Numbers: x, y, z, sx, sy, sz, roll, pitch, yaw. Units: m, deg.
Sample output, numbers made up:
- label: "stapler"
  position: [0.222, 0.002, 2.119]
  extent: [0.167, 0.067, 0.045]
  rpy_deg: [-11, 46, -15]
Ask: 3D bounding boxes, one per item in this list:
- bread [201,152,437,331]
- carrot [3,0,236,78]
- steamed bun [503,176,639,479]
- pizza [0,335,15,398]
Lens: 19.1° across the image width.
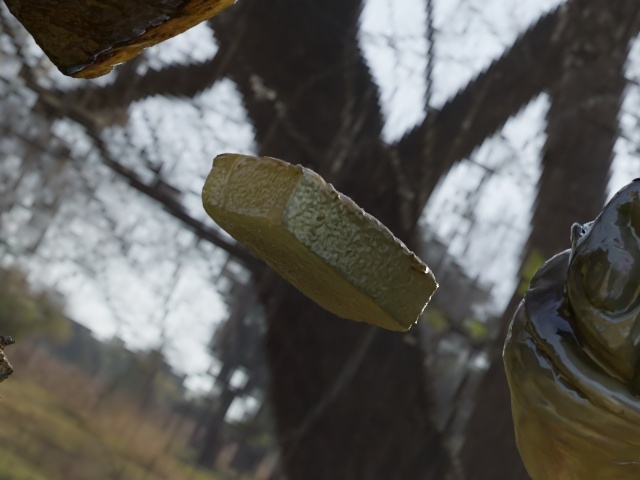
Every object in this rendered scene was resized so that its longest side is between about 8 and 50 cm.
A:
- label: "bread"
  position: [-0.001, -0.001, 1.595]
  extent: [0.188, 0.068, 0.125]
  rpy_deg: [39, -16, -35]
- label: "carrot"
  position: [-0.112, -0.294, 1.463]
  extent: [0.340, 0.241, 0.241]
  rpy_deg: [-30, -50, 34]
- label: "steamed bun"
  position: [0.278, 0.064, 1.606]
  extent: [0.206, 0.320, 0.275]
  rpy_deg: [42, -34, -12]
- label: "pizza"
  position: [-0.280, 0.115, 1.597]
  extent: [0.037, 0.083, 0.016]
  rpy_deg: [16, -25, 14]
